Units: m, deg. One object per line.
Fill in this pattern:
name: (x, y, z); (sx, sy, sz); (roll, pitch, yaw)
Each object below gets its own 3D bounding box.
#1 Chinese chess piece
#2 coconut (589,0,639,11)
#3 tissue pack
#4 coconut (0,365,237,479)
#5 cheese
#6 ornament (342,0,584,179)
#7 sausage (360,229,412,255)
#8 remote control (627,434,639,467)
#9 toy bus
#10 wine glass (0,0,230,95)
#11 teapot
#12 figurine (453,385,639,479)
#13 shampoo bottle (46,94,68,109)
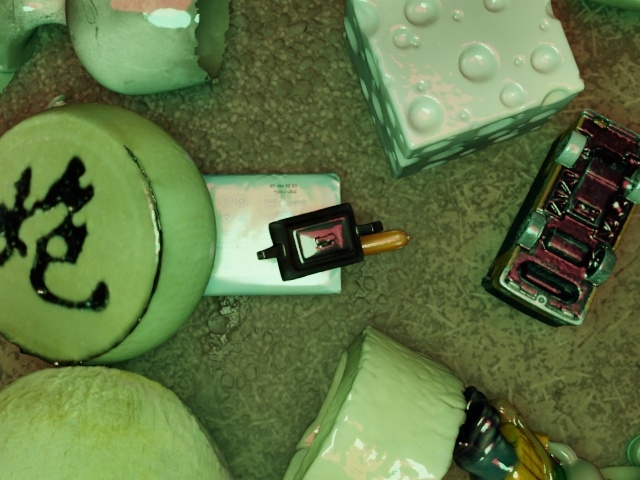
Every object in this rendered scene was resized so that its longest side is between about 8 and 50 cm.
Chinese chess piece: (-0.309, -0.007, 1.103); (0.349, 0.146, 0.350); (2, 94, 23)
coconut: (0.460, -0.430, 1.190); (0.202, 0.202, 0.222); (-20, 83, -3)
tissue pack: (-0.102, -0.008, 1.198); (0.263, 0.089, 0.177); (-1, 87, -3)
coconut: (-0.296, 0.335, 1.033); (0.404, 0.404, 0.405); (0, 84, -1)
cheese: (0.052, 0.273, 1.069); (0.153, 0.332, 0.292); (28, 111, 2)
ornament: (0.181, -0.249, 1.147); (0.239, 0.239, 0.240); (-20, 85, -2)
sausage: (0.083, 0.004, 1.226); (0.107, 0.031, 0.031); (-13, 85, -1)
remote control: (0.608, 0.262, 1.189); (0.335, 0.065, 0.128); (-32, 88, -3)
toy bus: (0.345, -0.022, 1.166); (0.138, 0.167, 0.275); (28, 80, 2)
wine glass: (-0.298, -0.314, 1.158); (0.322, 0.238, 0.238); (4, 84, 10)
teapot: (0.000, 0.000, 1.109); (0.177, 0.096, 0.087); (-14, 89, -8)
figurine: (0.292, 0.345, 1.106); (0.332, 0.185, 0.205); (24, 98, -7)
shampoo bottle: (-0.330, -0.127, 1.220); (0.065, 0.065, 0.204); (-38, 86, -4)
